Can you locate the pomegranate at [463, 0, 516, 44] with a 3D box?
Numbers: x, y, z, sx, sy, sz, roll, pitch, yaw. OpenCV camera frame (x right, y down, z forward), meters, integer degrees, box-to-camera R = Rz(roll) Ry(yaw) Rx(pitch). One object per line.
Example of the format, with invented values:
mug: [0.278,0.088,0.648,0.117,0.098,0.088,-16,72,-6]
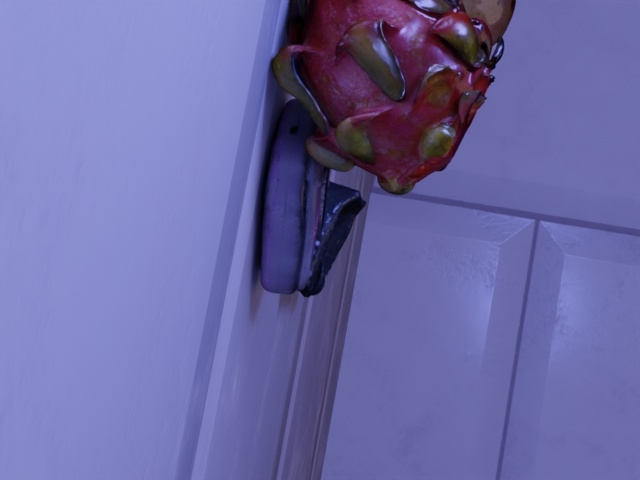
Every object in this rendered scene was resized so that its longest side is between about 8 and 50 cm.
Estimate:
pomegranate: [0.264,-0.510,2.577,0.338,0.338,0.338,9,90,-85]

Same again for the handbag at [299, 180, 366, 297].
handbag: [0.000,0.000,1.933,0.270,0.088,0.175,43,64,-84]

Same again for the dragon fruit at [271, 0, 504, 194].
dragon fruit: [0.072,-0.209,1.412,0.227,0.243,0.307,152,-48,-73]

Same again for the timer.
timer: [-0.028,-0.051,1.528,0.191,0.069,0.208,-79,175,-51]
